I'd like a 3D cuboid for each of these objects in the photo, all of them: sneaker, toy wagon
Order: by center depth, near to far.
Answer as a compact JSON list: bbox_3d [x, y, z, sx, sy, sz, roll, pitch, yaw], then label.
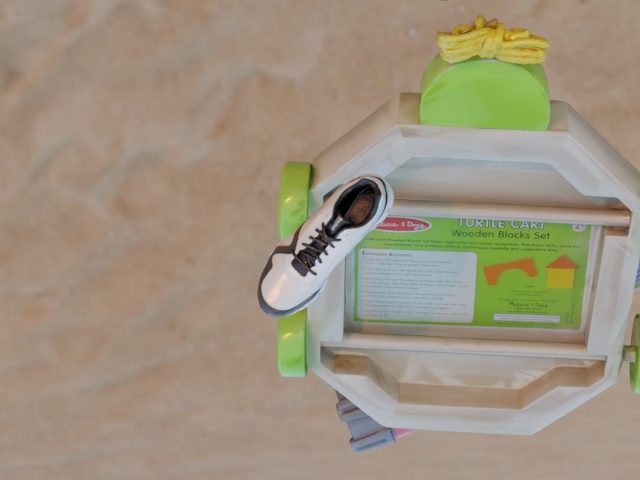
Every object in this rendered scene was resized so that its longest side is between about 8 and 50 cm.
[{"bbox_3d":[0.000,0.000,1.059,0.109,0.040,0.044,-50,175,-2],"label":"sneaker"},{"bbox_3d":[0.106,-0.007,1.180,0.267,0.068,0.344,3,128,2],"label":"toy wagon"}]

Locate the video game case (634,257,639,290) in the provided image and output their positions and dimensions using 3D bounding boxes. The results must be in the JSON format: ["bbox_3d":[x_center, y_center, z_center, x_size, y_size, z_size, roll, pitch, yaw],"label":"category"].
[{"bbox_3d":[0.293,-0.008,1.402,0.212,0.023,0.193,-27,166,5],"label":"video game case"}]

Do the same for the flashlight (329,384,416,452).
[{"bbox_3d":[0.163,0.133,1.902,0.304,0.103,0.103,-21,-161,4],"label":"flashlight"}]
